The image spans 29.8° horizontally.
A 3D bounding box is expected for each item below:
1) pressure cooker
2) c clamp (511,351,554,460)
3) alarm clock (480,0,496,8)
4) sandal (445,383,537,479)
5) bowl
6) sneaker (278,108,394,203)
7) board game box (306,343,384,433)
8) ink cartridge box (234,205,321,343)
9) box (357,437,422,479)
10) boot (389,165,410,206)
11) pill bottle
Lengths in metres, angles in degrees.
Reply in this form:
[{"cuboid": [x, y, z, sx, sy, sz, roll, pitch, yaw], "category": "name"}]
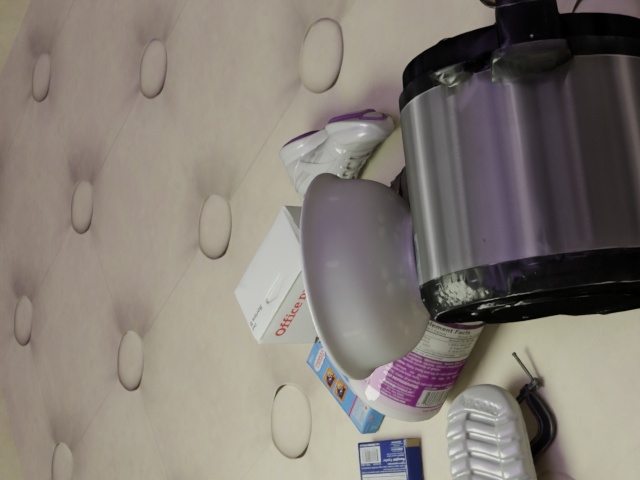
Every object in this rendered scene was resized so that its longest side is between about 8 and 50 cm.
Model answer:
[{"cuboid": [0.285, -0.116, 1.551, 0.370, 0.376, 0.420, -23, 69, 55], "category": "pressure cooker"}, {"cuboid": [0.296, 0.272, 1.815, 0.137, 0.022, 0.160, 54, 128, 35], "category": "c clamp"}, {"cuboid": [0.298, -0.397, 1.823, 0.129, 0.064, 0.192, -41, 53, 45], "category": "alarm clock"}, {"cuboid": [0.273, 0.421, 1.769, 0.169, 0.102, 0.416, -7, 76, 34], "category": "sandal"}, {"cuboid": [0.090, 0.039, 1.670, 0.134, 0.298, 0.297, -11, 76, 21], "category": "bowl"}, {"cuboid": [0.045, -0.143, 2.151, 0.305, 0.114, 0.152, -22, 84, 57], "category": "sneaker"}, {"cuboid": [0.061, 0.214, 2.134, 0.211, 0.039, 0.160, 48, 125, 45], "category": "board game box"}, {"cuboid": [0.035, 0.059, 1.965, 0.211, 0.289, 0.121, -59, 44, 33], "category": "ink cartridge box"}, {"cuboid": [0.122, 0.451, 2.031, 0.136, 0.037, 0.225, -18, 72, 53], "category": "box"}, {"cuboid": [0.154, -0.124, 1.874, 0.229, 0.091, 0.263, 127, 160, -49], "category": "boot"}, {"cuboid": [0.168, 0.121, 1.876, 0.169, 0.169, 0.301, 50, 127, 44], "category": "pill bottle"}]
